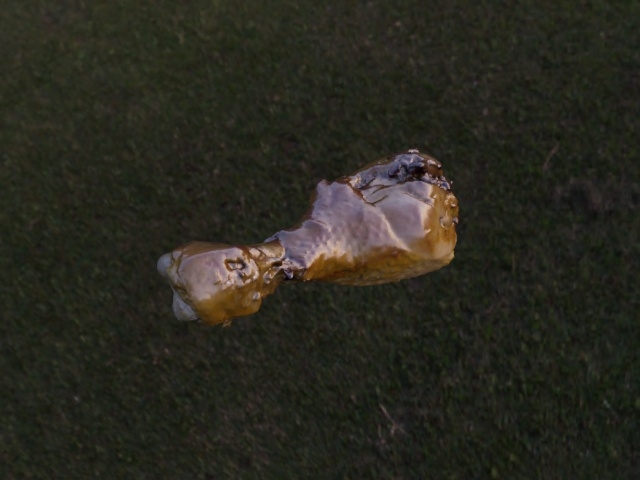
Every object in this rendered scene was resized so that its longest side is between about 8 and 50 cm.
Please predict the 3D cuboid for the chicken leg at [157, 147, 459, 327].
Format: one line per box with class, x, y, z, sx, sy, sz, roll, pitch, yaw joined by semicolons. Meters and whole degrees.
chicken leg;0.002;0.003;0.631;0.251;0.087;0.107;-20;2;-44
